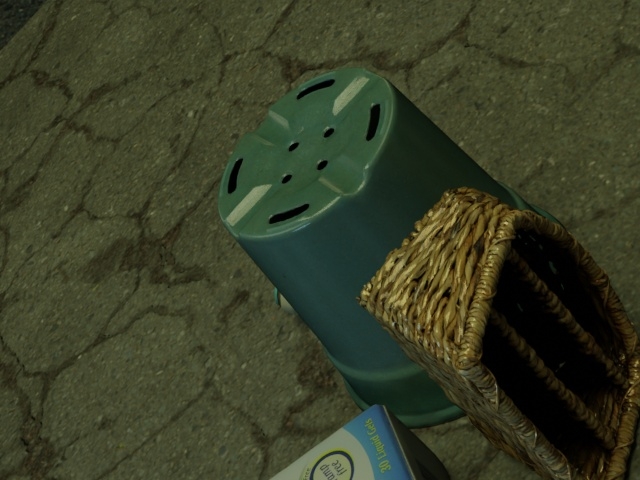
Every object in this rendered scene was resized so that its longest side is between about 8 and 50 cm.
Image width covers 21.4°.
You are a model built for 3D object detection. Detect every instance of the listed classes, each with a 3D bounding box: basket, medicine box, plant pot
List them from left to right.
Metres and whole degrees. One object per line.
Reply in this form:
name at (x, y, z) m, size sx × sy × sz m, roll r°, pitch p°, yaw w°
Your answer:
medicine box at (0.023, 0.373, 1.839) m, size 0.289 × 0.149 × 0.263 m, roll -36°, pitch 35°, yaw 10°
plant pot at (0.073, -0.007, 2.022) m, size 0.341 × 0.334 × 0.341 m, roll -27°, pitch 38°, yaw 24°
basket at (0.231, 0.101, 1.780) m, size 0.213 × 0.299 × 0.223 m, roll -48°, pitch 32°, yaw -7°

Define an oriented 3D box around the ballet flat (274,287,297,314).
ballet flat at (0.000, 0.000, 2.326) m, size 0.086 × 0.086 × 0.248 m, roll -17°, pitch 44°, yaw 34°
